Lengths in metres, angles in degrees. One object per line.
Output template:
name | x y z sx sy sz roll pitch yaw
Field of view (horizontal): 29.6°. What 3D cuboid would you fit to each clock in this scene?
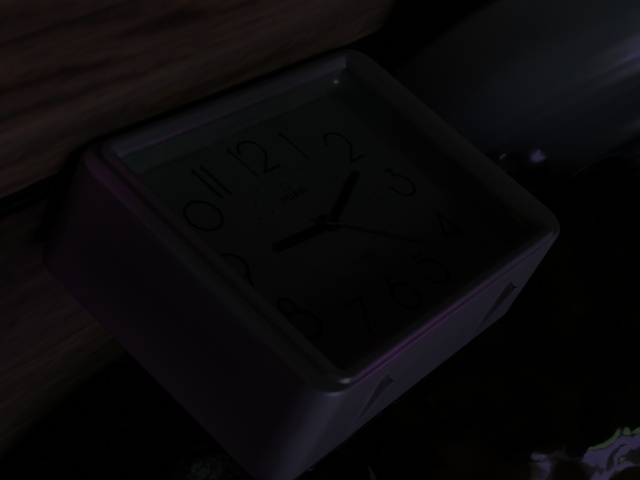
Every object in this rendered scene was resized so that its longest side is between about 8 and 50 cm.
clock | 0.000 0.000 0.538 0.197 0.150 0.063 -29 156 -46

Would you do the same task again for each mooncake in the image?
mooncake | 0.157 0.073 0.915 0.290 0.290 0.161 -40 159 -20

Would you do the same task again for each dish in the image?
dish | 0.176 -0.072 0.684 0.273 0.134 0.273 -22 173 -3

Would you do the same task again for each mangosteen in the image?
mangosteen | -0.060 0.172 0.719 0.216 0.216 0.216 -42 165 -14
